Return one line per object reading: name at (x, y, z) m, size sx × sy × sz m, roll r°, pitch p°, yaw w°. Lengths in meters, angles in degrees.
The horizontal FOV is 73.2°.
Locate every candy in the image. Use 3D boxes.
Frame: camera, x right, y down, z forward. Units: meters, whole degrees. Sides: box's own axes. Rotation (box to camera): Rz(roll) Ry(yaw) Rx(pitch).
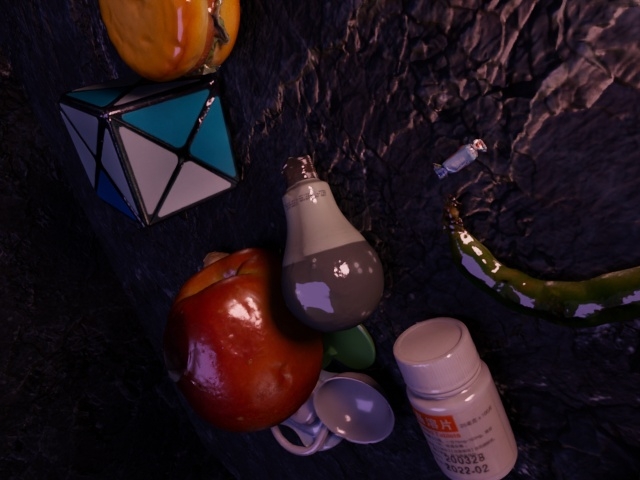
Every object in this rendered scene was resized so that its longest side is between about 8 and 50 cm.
candy at (0.180, -0.108, 0.567) m, size 0.030 × 0.020 × 0.083 m, roll 53°, pitch 144°, yaw 1°

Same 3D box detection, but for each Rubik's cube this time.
Rubik's cube at (-0.353, -0.206, 0.916) m, size 0.250 × 0.248 × 0.246 m, roll 25°, pitch 136°, yaw 37°

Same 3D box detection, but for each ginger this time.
ginger at (-0.258, 0.112, 1.213) m, size 0.122 × 0.115 × 0.193 m, roll 43°, pitch 157°, yaw 54°

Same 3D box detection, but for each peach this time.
peach at (-0.185, 0.224, 0.970) m, size 0.335 × 0.310 × 0.404 m, roll 7°, pitch 102°, yaw 43°

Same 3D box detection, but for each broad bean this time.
broad bean at (0.279, 0.041, 0.548) m, size 0.292 × 0.049 × 0.143 m, roll 25°, pitch 134°, yaw 36°

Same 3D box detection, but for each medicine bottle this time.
medicine bottle at (0.224, 0.264, 0.718) m, size 0.145 × 0.145 × 0.251 m, roll -2°, pitch 115°, yaw 50°

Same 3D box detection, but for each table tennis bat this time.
table tennis bat at (0.040, 0.250, 1.016) m, size 0.160 × 0.039 × 0.257 m, roll 47°, pitch 139°, yaw 10°

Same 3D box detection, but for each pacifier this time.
pacifier at (-0.015, 0.438, 1.145) m, size 0.279 × 0.227 × 0.207 m, roll 21°, pitch 172°, yaw 40°

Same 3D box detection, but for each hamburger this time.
hamburger at (-0.227, -0.381, 0.693) m, size 0.246 × 0.170 × 0.245 m, roll 17°, pitch 122°, yaw 29°

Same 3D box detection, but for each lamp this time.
lamp at (0.015, 0.003, 0.752) m, size 0.182 × 0.182 × 0.313 m, roll 3°, pitch 100°, yaw 49°

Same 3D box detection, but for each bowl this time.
bowl at (0.086, 0.363, 0.987) m, size 0.189 × 0.086 × 0.188 m, roll 9°, pitch 117°, yaw 19°
